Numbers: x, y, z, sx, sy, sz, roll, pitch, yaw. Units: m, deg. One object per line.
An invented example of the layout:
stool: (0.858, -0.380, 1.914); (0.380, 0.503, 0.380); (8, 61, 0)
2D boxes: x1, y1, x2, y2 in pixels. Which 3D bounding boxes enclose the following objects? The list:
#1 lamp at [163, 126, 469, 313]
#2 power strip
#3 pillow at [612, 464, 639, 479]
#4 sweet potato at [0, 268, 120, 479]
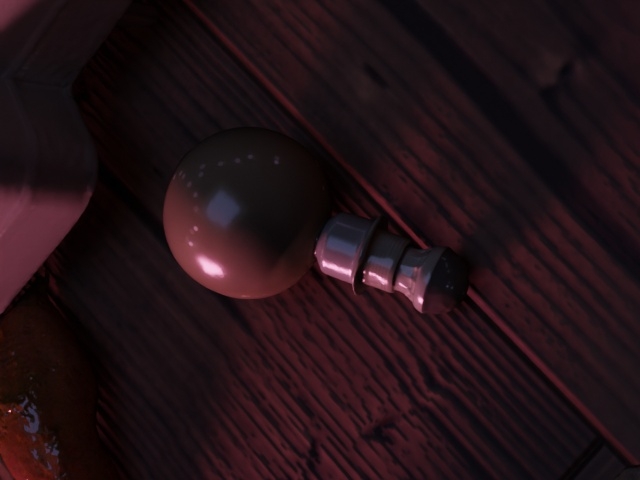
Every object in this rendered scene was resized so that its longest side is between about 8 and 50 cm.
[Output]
lamp: (0.000, 0.000, 0.887); (0.163, 0.091, 0.091); (21, 97, 17)
power strip: (-0.192, -0.101, 0.996); (0.261, 0.141, 0.229); (-48, 55, 32)
pillow: (0.224, 0.260, 0.694); (0.255, 0.120, 0.322); (3, 85, 24)
sweet potato: (-0.151, 0.122, 0.974); (0.068, 0.068, 0.226); (-25, 73, 28)
